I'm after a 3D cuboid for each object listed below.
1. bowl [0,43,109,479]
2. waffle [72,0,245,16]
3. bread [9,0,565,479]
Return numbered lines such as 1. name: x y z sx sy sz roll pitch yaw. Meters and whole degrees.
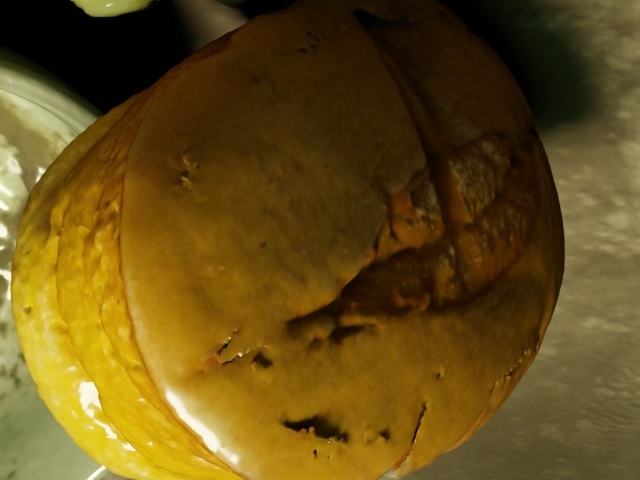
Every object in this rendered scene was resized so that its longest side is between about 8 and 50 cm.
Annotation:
1. bowl: -0.216 0.005 0.775 0.289 0.146 0.289 -9 126 -13
2. waffle: -0.097 -0.202 0.574 0.317 0.073 0.297 1 139 18
3. bread: 0.000 0.000 0.675 0.143 0.270 0.195 -15 99 44
